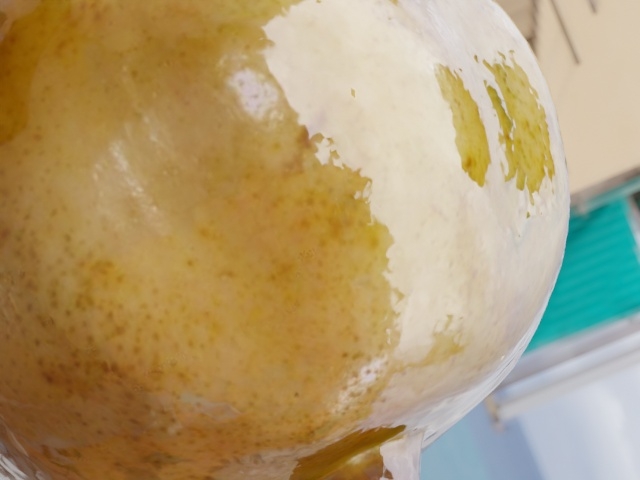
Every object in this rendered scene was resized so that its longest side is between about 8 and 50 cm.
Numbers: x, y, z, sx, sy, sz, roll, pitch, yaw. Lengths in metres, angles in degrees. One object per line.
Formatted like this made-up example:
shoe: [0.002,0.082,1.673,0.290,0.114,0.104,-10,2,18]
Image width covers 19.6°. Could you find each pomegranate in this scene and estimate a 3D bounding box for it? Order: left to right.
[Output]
pomegranate: [-0.047,-0.001,1.078,0.416,0.417,0.416,-23,90,-86]
